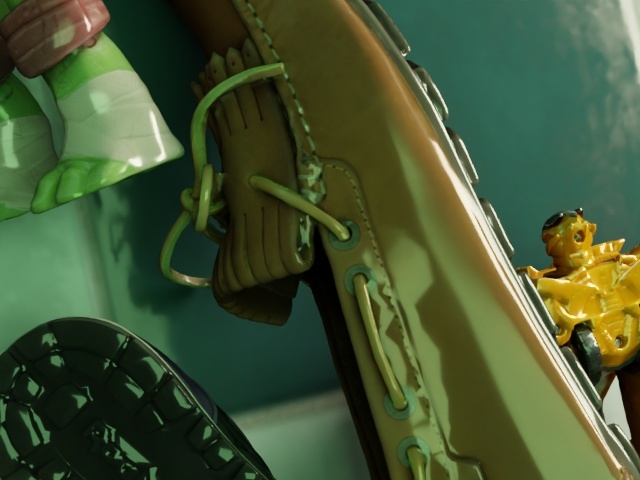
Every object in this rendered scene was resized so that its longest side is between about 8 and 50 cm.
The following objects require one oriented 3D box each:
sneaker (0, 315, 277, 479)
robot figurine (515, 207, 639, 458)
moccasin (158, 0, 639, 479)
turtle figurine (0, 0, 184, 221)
[{"bbox_3d":[-0.031,0.148,0.553,0.107,0.124,0.283,-37,87,-1],"label":"sneaker"},{"bbox_3d":[0.161,0.126,0.674,0.211,0.085,0.291,-14,91,-23],"label":"robot figurine"},{"bbox_3d":[0.000,0.001,0.573,0.147,0.139,0.380,-26,83,-7],"label":"moccasin"},{"bbox_3d":[-0.184,-0.129,0.501,0.197,0.275,0.266,-19,98,11],"label":"turtle figurine"}]
